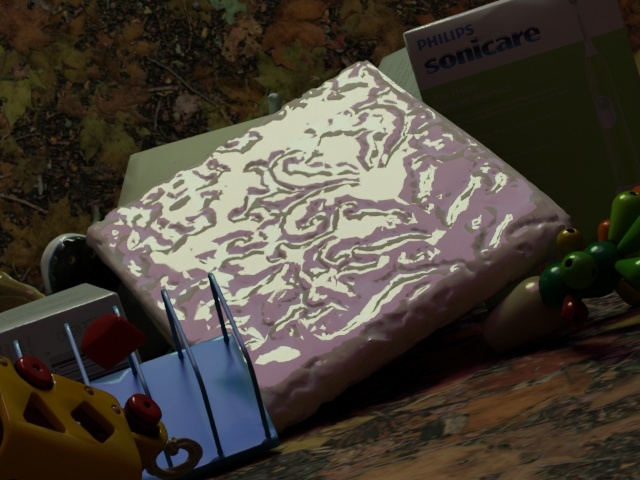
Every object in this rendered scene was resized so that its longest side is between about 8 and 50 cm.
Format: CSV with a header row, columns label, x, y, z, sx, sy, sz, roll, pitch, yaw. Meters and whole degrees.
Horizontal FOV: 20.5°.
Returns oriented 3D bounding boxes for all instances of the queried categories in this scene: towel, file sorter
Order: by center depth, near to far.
label,x,y,z,sx,sy,sz,roll,pitch,yaw
file sorter,-0.135,0.114,1.354,0.170,0.104,0.118,-19,48,-9
towel,0.000,0.000,1.551,0.332,0.053,0.317,-32,45,-16

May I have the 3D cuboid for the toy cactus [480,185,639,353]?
label,x,y,z,sx,sy,sz,roll,pitch,yaw
toy cactus,0.217,0.039,1.443,0.180,0.112,0.219,-36,0,23

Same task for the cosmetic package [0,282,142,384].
label,x,y,z,sx,sy,sz,roll,pitch,yaw
cosmetic package,-0.233,0.132,1.512,0.151,0.151,0.183,-19,5,-14

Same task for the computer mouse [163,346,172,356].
label,x,y,z,sx,sy,sz,roll,pitch,yaw
computer mouse,-0.131,0.119,1.813,0.184,0.060,0.262,-14,6,25

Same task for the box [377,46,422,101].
label,x,y,z,sx,sy,sz,roll,pitch,yaw
box,0.151,-0.108,2.049,0.168,0.215,0.345,27,-9,-13

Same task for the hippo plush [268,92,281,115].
label,x,y,z,sx,sy,sz,roll,pitch,yaw
hippo plush,-0.090,0.007,2.368,0.294,0.234,0.236,-35,19,56

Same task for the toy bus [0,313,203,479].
label,x,y,z,sx,sy,sz,roll,pitch,yaw
toy bus,-0.172,0.162,1.221,0.202,0.191,0.104,-17,45,-12

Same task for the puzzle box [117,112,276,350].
label,x,y,z,sx,sy,sz,roll,pitch,yaw
puzzle box,-0.119,-0.009,2.125,0.052,0.272,0.409,28,-25,-37

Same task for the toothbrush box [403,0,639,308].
label,x,y,z,sx,sy,sz,roll,pitch,yaw
toothbrush box,0.218,-0.100,1.740,0.206,0.283,0.122,-18,6,5

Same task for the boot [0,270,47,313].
label,x,y,z,sx,sy,sz,roll,pitch,yaw
boot,-0.262,0.121,1.767,0.095,0.203,0.262,-53,45,-4

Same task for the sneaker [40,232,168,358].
label,x,y,z,sx,sy,sz,roll,pitch,yaw
sneaker,-0.217,0.050,1.708,0.086,0.085,0.237,28,-10,25

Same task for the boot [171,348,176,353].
label,x,y,z,sx,sy,sz,roll,pitch,yaw
boot,-0.036,0.085,1.660,0.207,0.094,0.246,-15,9,3

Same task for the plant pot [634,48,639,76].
label,x,y,z,sx,sy,sz,roll,pitch,yaw
plant pot,0.397,-0.122,1.907,0.237,0.237,0.254,-23,-8,-47
